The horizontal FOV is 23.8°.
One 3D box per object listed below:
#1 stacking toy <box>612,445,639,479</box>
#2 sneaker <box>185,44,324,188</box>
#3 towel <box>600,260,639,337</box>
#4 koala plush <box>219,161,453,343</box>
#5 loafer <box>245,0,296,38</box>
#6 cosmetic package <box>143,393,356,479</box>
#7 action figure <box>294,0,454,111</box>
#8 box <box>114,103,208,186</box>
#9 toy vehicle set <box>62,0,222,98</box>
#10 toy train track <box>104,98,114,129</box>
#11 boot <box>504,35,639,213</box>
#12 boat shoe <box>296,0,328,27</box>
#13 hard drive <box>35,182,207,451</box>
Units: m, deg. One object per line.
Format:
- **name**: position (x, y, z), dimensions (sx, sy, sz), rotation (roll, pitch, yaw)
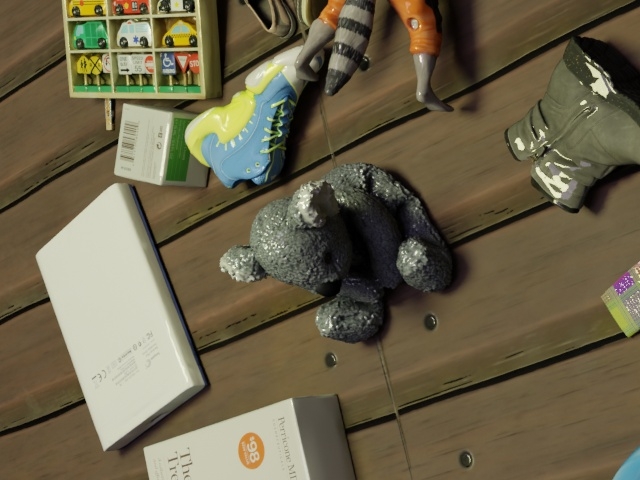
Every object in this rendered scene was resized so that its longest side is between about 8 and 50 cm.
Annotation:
- **stacking toy**: position (0.431, 0.295, 1.445), dimensions (0.302, 0.165, 0.175), rotation (35, 128, 25)
- **sneaker**: position (-0.062, -0.149, 1.940), dimensions (0.240, 0.091, 0.126), rotation (-34, 86, 36)
- **towel**: position (0.341, 0.058, 1.608), dimensions (0.083, 0.009, 0.060), rotation (-45, 62, 33)
- **koala plush**: position (0.000, 0.000, 1.774), dimensions (0.196, 0.221, 0.203), rotation (-38, 65, 35)
- **loafer**: position (-0.076, -0.313, 1.969), dimensions (0.045, 0.039, 0.125), rotation (-50, 59, 30)
- **cosmetic package**: position (-0.067, 0.410, 1.915), dimensions (0.284, 0.097, 0.377), rotation (-23, 74, 37)
- **action figure**: position (0.115, -0.315, 1.710), dimensions (0.341, 0.178, 0.330), rotation (20, 106, 39)
- **box**: position (-0.211, -0.128, 2.056), dimensions (0.102, 0.087, 0.101), rotation (15, 99, 40)
- **toy vehicle set**: position (-0.250, -0.280, 2.097), dimensions (0.267, 0.035, 0.166), rotation (4, 103, 38)
- **toy train track**: position (-0.303, -0.201, 2.192), dimensions (0.048, 0.014, 0.083), rotation (1, 96, 35)
- **boot**: position (0.306, -0.087, 1.609), dimensions (0.246, 0.083, 0.161), rotation (54, 129, 35)
- **boat shoe**: position (0.004, -0.370, 1.879), dimensions (0.073, 0.080, 0.224), rotation (11, 91, 47)
- **hard drive**: position (-0.287, 0.109, 2.152), dimensions (0.210, 0.040, 0.319), rotation (-38, 65, 35)
